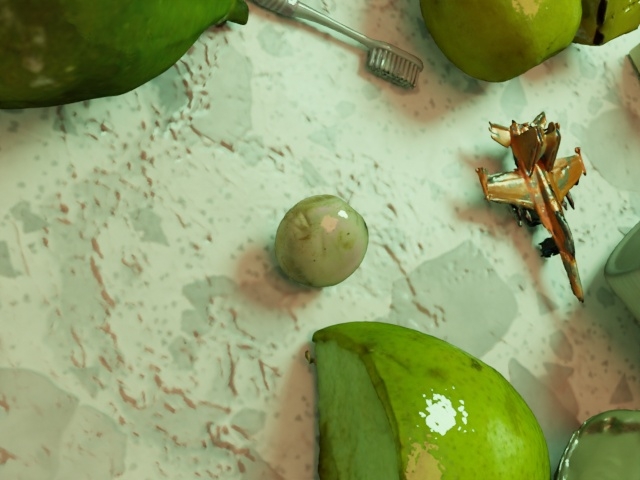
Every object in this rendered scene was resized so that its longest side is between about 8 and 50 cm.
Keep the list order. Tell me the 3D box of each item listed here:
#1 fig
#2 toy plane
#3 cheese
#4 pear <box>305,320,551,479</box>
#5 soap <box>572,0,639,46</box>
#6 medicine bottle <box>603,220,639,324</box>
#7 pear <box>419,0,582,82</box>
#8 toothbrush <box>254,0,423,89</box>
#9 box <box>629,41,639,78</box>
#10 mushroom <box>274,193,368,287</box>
[{"bbox_3d":[-0.199,-0.215,1.075,0.233,0.233,0.314,55,14,-2],"label":"fig"},{"bbox_3d":[0.214,-0.030,1.291,0.135,0.062,0.188,-16,96,-31],"label":"toy plane"},{"bbox_3d":[0.290,0.251,1.189,0.202,0.091,0.175,58,41,-22],"label":"cheese"},{"bbox_3d":[0.123,0.206,1.123,0.239,0.139,0.288,12,67,-36],"label":"pear"},{"bbox_3d":[0.240,-0.317,1.335,0.080,0.160,0.257,-27,89,-34],"label":"soap"},{"bbox_3d":[0.458,0.120,1.268,0.384,0.224,0.224,49,58,-5],"label":"medicine bottle"},{"bbox_3d":[0.170,-0.232,1.278,0.149,0.149,0.162,-20,80,-32],"label":"pear"},{"bbox_3d":[-0.057,-0.221,1.223,0.354,0.024,0.029,24,62,-20],"label":"toothbrush"},{"bbox_3d":[0.459,-0.221,1.414,0.212,0.168,0.095,-20,80,-31],"label":"box"},{"bbox_3d":[0.000,0.000,1.156,0.083,0.067,0.084,-8,113,-21],"label":"mushroom"}]
